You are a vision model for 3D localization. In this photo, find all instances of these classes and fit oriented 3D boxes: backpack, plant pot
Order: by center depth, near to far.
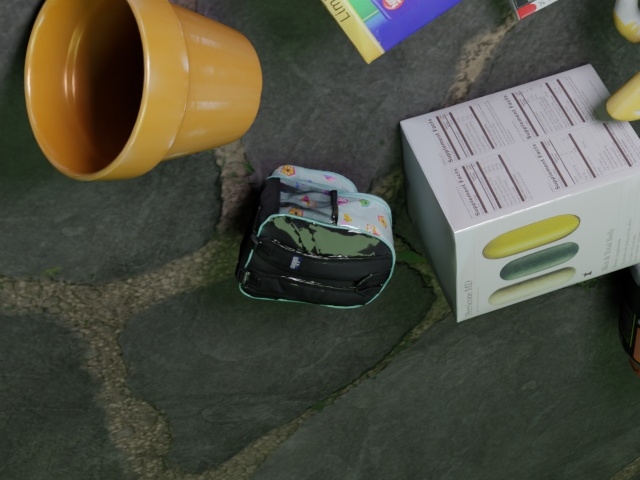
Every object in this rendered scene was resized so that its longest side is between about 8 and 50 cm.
[{"bbox_3d":[-0.169,-0.163,1.261,0.188,0.205,0.205,-2,140,-46],"label":"plant pot"},{"bbox_3d":[0.000,0.000,1.554,0.188,0.144,0.166,15,132,-8],"label":"backpack"}]

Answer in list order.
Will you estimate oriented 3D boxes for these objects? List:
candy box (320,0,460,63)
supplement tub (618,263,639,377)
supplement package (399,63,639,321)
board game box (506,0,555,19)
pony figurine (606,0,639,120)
[{"bbox_3d":[0.094,-0.368,1.152,0.317,0.122,0.268,-32,129,13],"label":"candy box"},{"bbox_3d":[0.570,0.095,1.914,0.194,0.193,0.316,-18,143,-6],"label":"supplement tub"},{"bbox_3d":[0.261,-0.060,1.573,0.263,0.198,0.199,-17,143,-6],"label":"supplement package"},{"bbox_3d":[0.321,-0.387,1.329,0.305,0.053,0.193,-27,141,7],"label":"board game box"},{"bbox_3d":[0.485,-0.281,1.306,0.351,0.302,0.363,-7,154,-3],"label":"pony figurine"}]
